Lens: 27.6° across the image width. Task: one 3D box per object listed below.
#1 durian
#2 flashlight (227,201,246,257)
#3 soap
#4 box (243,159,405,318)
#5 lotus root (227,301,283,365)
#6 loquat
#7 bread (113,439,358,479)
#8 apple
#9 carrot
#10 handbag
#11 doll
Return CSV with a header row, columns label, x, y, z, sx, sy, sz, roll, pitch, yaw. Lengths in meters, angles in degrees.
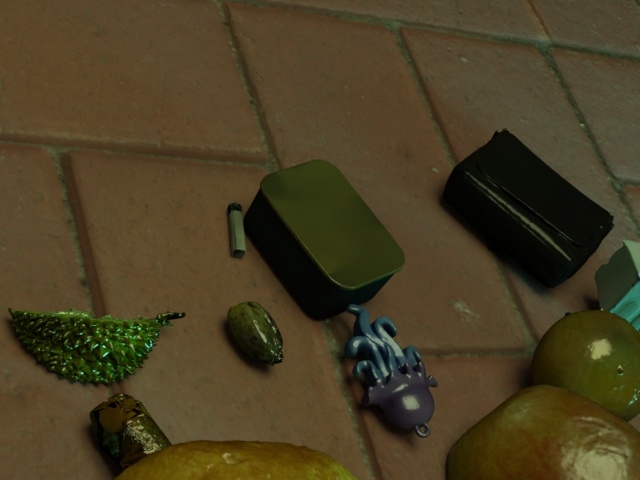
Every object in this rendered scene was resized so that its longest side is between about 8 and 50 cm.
label,x,y,z,sx,sy,sz,roll,pitch,yaw
durian,-0.253,0.108,1.527,0.215,0.086,0.100,6,36,-26
flashlight,-0.113,-0.014,1.762,0.018,0.018,0.083,11,47,-22
soap,0.522,0.106,1.967,0.230,0.145,0.091,23,44,-12
box,0.000,0.000,1.769,0.144,0.090,0.201,-21,67,-43
lotus root,-0.080,0.119,1.641,0.054,0.049,0.099,-12,59,-49
loquat,0.376,0.188,1.800,0.172,0.149,0.204,7,60,-33
bread,-0.072,0.380,1.234,0.361,0.250,0.394,7,58,-28
apple,0.327,0.345,1.645,0.346,0.254,0.179,43,3,8
carrot,-0.172,0.269,1.439,0.069,0.069,0.228,-25,70,-44
handbag,0.324,-0.051,2.038,0.247,0.080,0.223,41,35,9
doll,0.090,0.167,1.695,0.110,0.067,0.206,-13,62,-27
